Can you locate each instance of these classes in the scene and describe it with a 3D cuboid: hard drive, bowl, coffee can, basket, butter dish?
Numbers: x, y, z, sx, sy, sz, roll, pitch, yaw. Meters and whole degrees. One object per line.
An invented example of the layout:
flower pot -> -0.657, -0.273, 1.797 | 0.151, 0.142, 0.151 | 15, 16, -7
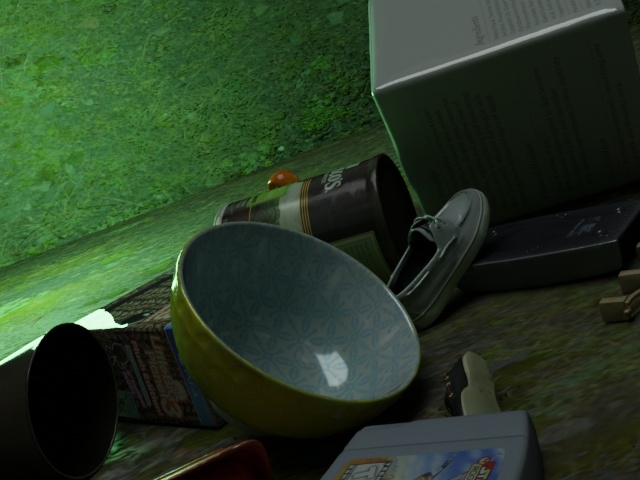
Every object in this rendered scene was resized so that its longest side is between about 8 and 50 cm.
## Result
hard drive -> 0.312, 0.010, 1.309 | 0.254, 0.054, 0.172 | -11, 15, 38
bowl -> -0.049, 0.127, 1.078 | 0.156, 0.289, 0.289 | -62, -10, 29
coffee can -> 0.000, 0.000, 1.501 | 0.275, 0.202, 0.201 | -16, 13, 19
basket -> -0.399, 0.236, 1.248 | 0.226, 0.154, 0.205 | -23, 53, 26
butter dish -> -0.097, 0.258, 0.792 | 0.159, 0.118, 0.160 | -23, -29, -12

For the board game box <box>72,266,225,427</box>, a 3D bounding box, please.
board game box -> -0.177, 0.136, 1.340 | 0.291, 0.141, 0.232 | -8, 18, 45

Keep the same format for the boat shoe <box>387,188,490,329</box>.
boat shoe -> 0.156, 0.009, 1.290 | 0.079, 0.081, 0.228 | 0, 53, 50

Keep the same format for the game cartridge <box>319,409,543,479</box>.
game cartridge -> 0.070, 0.230, 0.774 | 0.198, 0.062, 0.297 | -17, 12, 32

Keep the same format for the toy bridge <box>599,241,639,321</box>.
toy bridge -> 0.382, 0.045, 1.120 | 0.063, 0.026, 0.188 | -10, 17, 35

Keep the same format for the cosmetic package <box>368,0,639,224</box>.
cosmetic package -> 0.316, -0.266, 1.616 | 0.393, 0.329, 0.328 | -16, 39, 15

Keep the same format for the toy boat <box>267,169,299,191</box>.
toy boat -> -0.042, -0.059, 1.723 | 0.151, 0.151, 0.231 | -24, 25, 25

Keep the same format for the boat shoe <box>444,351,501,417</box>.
boat shoe -> 0.150, 0.163, 0.959 | 0.042, 0.049, 0.133 | -51, 12, 22
